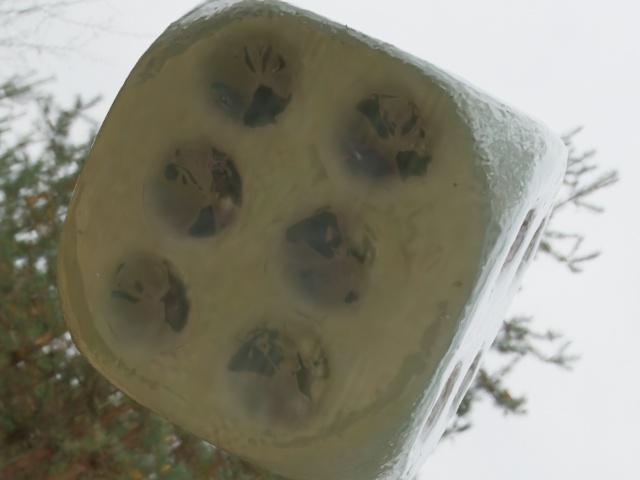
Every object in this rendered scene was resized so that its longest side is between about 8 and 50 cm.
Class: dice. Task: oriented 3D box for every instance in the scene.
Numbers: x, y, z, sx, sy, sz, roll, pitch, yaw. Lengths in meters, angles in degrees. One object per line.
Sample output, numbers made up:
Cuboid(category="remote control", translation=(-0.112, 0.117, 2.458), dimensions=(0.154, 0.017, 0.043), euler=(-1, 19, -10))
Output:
Cuboid(category="dice", translation=(0.000, 0.000, 0.691), dimensions=(0.264, 0.262, 0.268), euler=(27, -84, 15))
